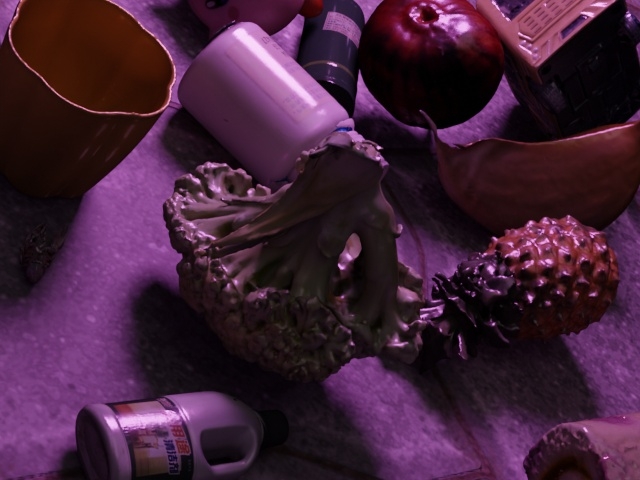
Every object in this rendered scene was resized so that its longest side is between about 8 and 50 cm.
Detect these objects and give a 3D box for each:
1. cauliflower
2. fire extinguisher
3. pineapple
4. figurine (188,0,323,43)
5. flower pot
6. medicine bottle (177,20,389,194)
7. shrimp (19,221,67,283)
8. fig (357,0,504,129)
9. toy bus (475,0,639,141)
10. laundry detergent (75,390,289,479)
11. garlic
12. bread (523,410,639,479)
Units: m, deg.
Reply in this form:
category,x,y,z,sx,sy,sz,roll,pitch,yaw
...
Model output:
category,x,y,z,sx,sy,sz,roll,pitch,yaw
cauliflower,-0.008,0.006,1.488,0.327,0.281,0.260,36,12,-7
fire extinguisher,0.015,-0.274,1.914,0.118,0.093,0.294,35,37,-23
pineapple,0.214,0.068,1.690,0.340,0.169,0.169,-13,60,-36
figurine,-0.103,-0.355,1.845,0.173,0.173,0.173,20,42,-20
flower pot,-0.282,-0.149,1.499,0.195,0.179,0.195,22,42,-21
medicine bottle,-0.046,-0.140,1.694,0.258,0.143,0.143,45,40,10
shrimp,-0.301,0.010,1.453,0.038,0.029,0.092,25,35,-2
fig,0.151,-0.219,1.870,0.204,0.249,0.186,34,58,30
toy bus,0.357,-0.265,1.971,0.202,0.177,0.365,50,1,26
laundry detergent,-0.129,0.200,1.363,0.225,0.070,0.099,-1,44,-38
garlic,0.274,-0.100,1.870,0.338,0.196,0.151,1,37,-13
bread,0.414,0.289,1.611,0.338,0.155,0.187,-2,58,-38
